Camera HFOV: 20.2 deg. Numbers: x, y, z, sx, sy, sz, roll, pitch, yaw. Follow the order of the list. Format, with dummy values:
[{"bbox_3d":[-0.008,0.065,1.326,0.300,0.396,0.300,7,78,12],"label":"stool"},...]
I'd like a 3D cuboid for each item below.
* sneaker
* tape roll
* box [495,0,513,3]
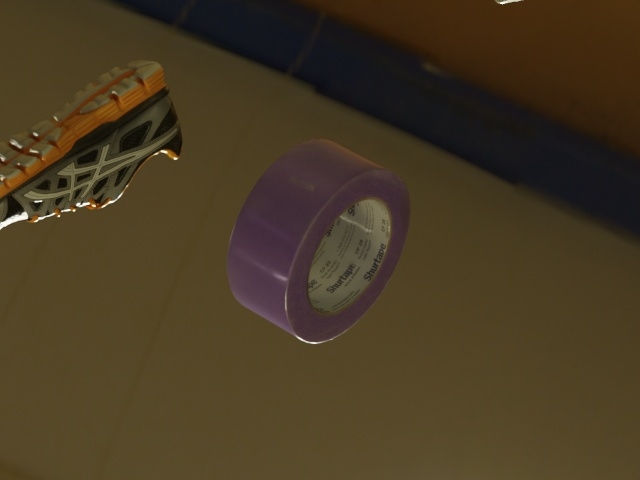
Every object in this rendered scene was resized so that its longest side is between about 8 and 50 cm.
[{"bbox_3d":[-0.199,-0.055,1.422,0.215,0.083,0.084,-34,-152,-11],"label":"sneaker"},{"bbox_3d":[0.000,0.000,1.770,0.080,0.189,0.189,29,-143,30],"label":"tape roll"},{"bbox_3d":[0.225,-0.230,1.042,0.311,0.148,0.121,-16,-94,-47],"label":"box"}]
